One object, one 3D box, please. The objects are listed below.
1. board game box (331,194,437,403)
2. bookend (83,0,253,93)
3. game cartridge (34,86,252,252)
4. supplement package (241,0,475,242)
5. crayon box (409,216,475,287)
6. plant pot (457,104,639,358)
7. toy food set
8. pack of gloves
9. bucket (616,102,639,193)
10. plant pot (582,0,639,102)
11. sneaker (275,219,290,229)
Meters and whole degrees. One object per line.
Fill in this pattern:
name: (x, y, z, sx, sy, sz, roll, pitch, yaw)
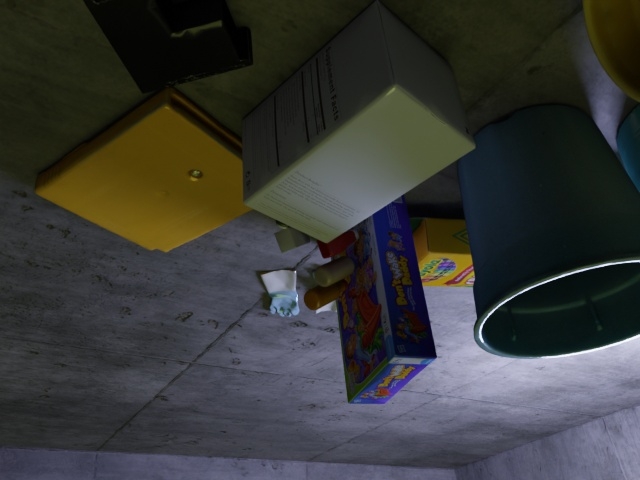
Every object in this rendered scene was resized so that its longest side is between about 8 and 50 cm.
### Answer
board game box: (0.105, 0.104, 1.135, 0.078, 0.347, 0.233, 5, 145, -17)
bookend: (-0.184, -0.280, 0.745, 0.156, 0.072, 0.157, -13, 146, 8)
game cartridge: (-0.271, -0.100, 1.036, 0.324, 0.052, 0.285, -23, 144, 27)
supplement package: (0.043, -0.158, 0.878, 0.177, 0.175, 0.293, 26, 135, -38)
crayon box: (0.284, 0.031, 1.273, 0.319, 0.081, 0.202, 2, 157, -13)
plant pot: (0.388, -0.022, 1.004, 0.341, 0.334, 0.341, -5, 148, -3)
toy food set: (0.000, 0.000, 1.113, 0.111, 0.232, 0.104, -22, 180, 40)
pack of gloves: (-0.033, 0.142, 1.449, 0.195, 0.046, 0.232, -7, 147, -1)
bucket: (0.655, -0.141, 1.007, 0.281, 0.183, 0.281, -5, 148, -3)
plant pot: (0.482, -0.305, 0.689, 0.239, 0.254, 0.254, -19, 148, -9)
sneaker: (-0.047, -0.043, 1.180, 0.083, 0.031, 0.035, -1, 134, -16)
